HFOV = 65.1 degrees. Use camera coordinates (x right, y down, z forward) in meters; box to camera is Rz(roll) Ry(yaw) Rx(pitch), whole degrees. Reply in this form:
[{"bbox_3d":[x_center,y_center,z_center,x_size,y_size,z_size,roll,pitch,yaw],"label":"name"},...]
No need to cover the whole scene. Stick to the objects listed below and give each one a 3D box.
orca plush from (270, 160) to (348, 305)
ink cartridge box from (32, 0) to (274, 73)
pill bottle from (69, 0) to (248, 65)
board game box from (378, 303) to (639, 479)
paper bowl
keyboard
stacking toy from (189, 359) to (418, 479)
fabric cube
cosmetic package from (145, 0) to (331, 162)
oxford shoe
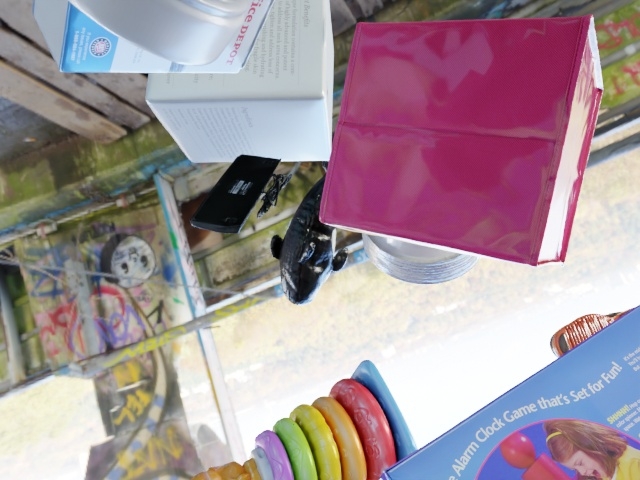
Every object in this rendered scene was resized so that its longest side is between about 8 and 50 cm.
[{"bbox_3d":[0.000,0.000,0.935,0.287,0.151,0.102,-58,-169,9],"label":"orca plush"},{"bbox_3d":[-0.237,-0.376,0.751,0.308,0.129,0.223,-16,157,-41],"label":"ink cartridge box"},{"bbox_3d":[-0.032,-0.261,0.264,0.176,0.176,0.318,1,141,-50],"label":"pill bottle"},{"bbox_3d":[0.256,0.206,0.405,0.347,0.233,0.078,-25,149,-16],"label":"board game box"},{"bbox_3d":[0.232,-0.052,1.130,0.285,0.284,0.148,-18,141,-5],"label":"paper bowl"},{"bbox_3d":[-0.106,-0.062,0.732,0.100,0.192,0.038,10,131,11],"label":"keyboard"},{"bbox_3d":[-0.033,0.296,0.680,0.302,0.165,0.175,-10,146,-26],"label":"stacking toy"},{"bbox_3d":[0.190,-0.111,0.647,0.258,0.258,0.254,13,-176,30],"label":"fabric cube"},{"bbox_3d":[-0.171,-0.406,1.245,0.394,0.329,0.327,0,164,4],"label":"cosmetic package"},{"bbox_3d":[0.516,0.187,0.944,0.272,0.096,0.098,-3,163,-27],"label":"oxford shoe"}]
